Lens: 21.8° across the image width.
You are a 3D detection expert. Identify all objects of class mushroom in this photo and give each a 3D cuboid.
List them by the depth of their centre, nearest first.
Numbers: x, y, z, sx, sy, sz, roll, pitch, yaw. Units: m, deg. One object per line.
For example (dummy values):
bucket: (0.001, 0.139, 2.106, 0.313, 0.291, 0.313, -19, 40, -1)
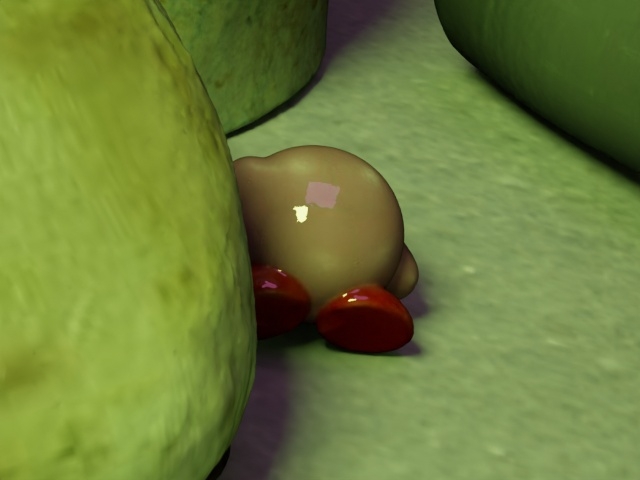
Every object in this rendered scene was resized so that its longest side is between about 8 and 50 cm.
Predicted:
mushroom: (-0.118, -0.029, 0.526, 0.190, 0.164, 0.267, -2, 36, -23)

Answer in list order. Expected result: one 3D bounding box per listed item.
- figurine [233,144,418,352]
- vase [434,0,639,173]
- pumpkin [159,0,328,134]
figurine: (0.000, 0.000, 0.619, 0.083, 0.067, 0.071, 18, 49, -25)
vase: (0.204, -0.066, 0.719, 0.173, 0.173, 0.321, -11, 44, -34)
pumpkin: (-0.144, -0.203, 0.761, 0.332, 0.199, 0.332, 8, 34, -5)
